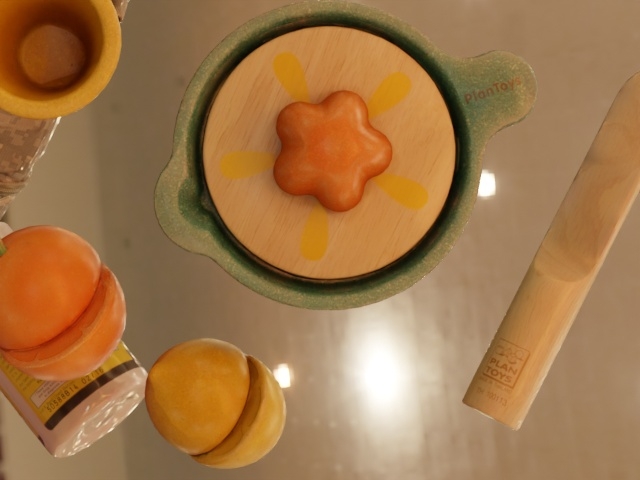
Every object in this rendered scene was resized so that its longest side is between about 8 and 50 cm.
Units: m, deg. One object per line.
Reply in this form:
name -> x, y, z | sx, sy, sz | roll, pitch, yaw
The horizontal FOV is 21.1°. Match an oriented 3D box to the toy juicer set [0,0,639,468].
toy juicer set -> 0.000, 0.000, 0.751 | 0.089, 0.329, 0.209 | 142, -45, -86

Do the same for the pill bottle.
pill bottle -> -0.146, 0.049, 0.886 | 0.116, 0.065, 0.065 | 49, -37, 11

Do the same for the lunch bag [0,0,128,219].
lunch bag -> -0.338, -0.162, 1.354 | 0.256, 0.305, 0.213 | -49, -147, 34
